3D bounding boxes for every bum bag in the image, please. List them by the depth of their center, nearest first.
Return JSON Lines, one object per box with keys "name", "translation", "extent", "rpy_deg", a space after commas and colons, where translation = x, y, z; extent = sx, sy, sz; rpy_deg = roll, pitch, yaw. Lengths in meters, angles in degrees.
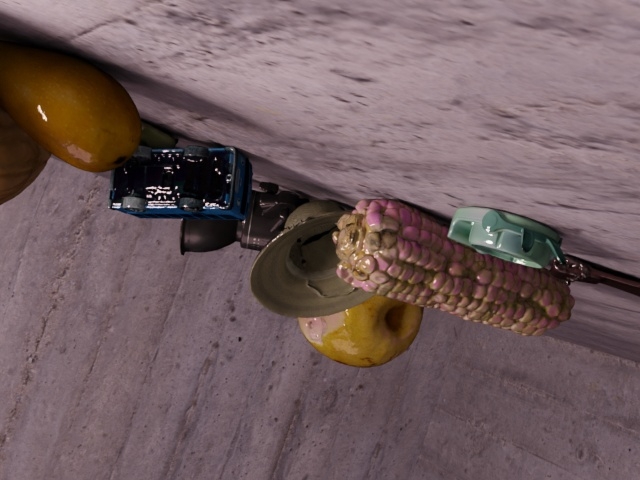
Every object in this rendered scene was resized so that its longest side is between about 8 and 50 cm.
{"name": "bum bag", "translation": [0.357, 0.054, 1.227], "extent": [0.159, 0.026, 0.109], "rpy_deg": [18, 176, 15]}

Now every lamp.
{"name": "lamp", "translation": [-0.103, -0.036, 1.629], "extent": [0.227, 0.147, 0.172], "rpy_deg": [8, 151, -1]}

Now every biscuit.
{"name": "biscuit", "translation": [-0.272, -0.146, 1.503], "extent": [0.099, 0.038, 0.322], "rpy_deg": [23, 176, -15]}

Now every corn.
{"name": "corn", "translation": [0.173, 0.036, 1.298], "extent": [0.335, 0.127, 0.126], "rpy_deg": [17, 178, -23]}

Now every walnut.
{"name": "walnut", "translation": [-0.446, -0.136, 1.253], "extent": [0.228, 0.228, 0.228], "rpy_deg": [19, 177, 1]}

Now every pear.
{"name": "pear", "translation": [0.068, 0.115, 1.969], "extent": [0.271, 0.271, 0.271], "rpy_deg": [19, 177, 1]}

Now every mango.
{"name": "mango", "translation": [-0.274, -0.145, 1.029], "extent": [0.227, 0.099, 0.136], "rpy_deg": [28, -178, 24]}

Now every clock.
{"name": "clock", "translation": [0.202, -0.001, 1.061], "extent": [0.101, 0.041, 0.135], "rpy_deg": [20, 177, -19]}

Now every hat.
{"name": "hat", "translation": [0.000, 0.000, 1.530], "extent": [0.252, 0.252, 0.110], "rpy_deg": [22, -145, -40]}

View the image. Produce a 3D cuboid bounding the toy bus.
{"name": "toy bus", "translation": [-0.182, -0.075, 1.356], "extent": [0.184, 0.090, 0.106], "rpy_deg": [2, 169, 21]}
